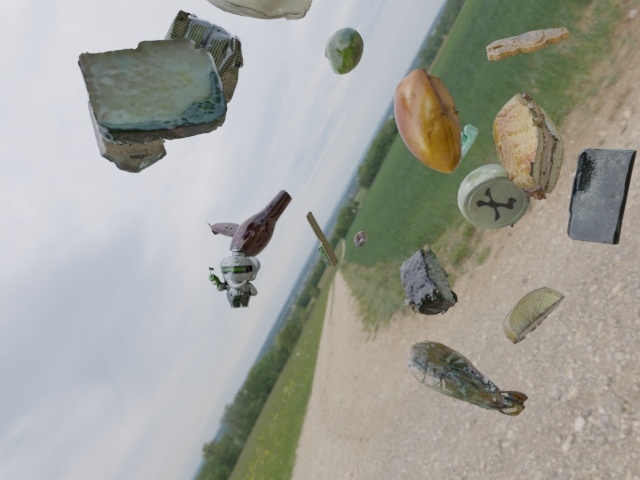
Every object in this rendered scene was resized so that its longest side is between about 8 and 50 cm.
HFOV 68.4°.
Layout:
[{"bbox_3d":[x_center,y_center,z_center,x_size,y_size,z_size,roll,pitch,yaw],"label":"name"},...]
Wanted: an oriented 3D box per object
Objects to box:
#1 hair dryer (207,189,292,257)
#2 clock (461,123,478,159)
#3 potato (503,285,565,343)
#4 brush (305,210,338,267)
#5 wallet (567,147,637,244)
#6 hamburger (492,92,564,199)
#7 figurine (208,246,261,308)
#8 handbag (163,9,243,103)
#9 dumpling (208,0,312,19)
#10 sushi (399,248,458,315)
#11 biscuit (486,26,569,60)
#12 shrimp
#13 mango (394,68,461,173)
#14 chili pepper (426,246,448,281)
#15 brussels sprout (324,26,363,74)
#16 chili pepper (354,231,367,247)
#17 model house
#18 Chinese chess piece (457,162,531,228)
[{"bbox_3d":[-0.301,-0.074,1.807,0.312,0.341,0.123,-58,-44,-25],"label":"hair dryer"},{"bbox_3d":[0.630,-0.414,2.115,0.210,0.066,0.159,-62,-7,24],"label":"clock"},{"bbox_3d":[0.752,0.268,1.702,0.243,0.098,0.138,-38,-32,-6],"label":"potato"},{"bbox_3d":[0.000,0.000,2.091,0.048,0.282,0.054,-14,26,30],"label":"brush"},{"bbox_3d":[0.950,-0.151,1.605,0.045,0.173,0.317,-14,-70,-58],"label":"wallet"},{"bbox_3d":[0.582,-0.272,1.334,0.245,0.156,0.282,32,107,56],"label":"hamburger"},{"bbox_3d":[-0.257,0.114,1.461,0.126,0.147,0.192,34,-128,-77],"label":"figurine"},{"bbox_3d":[-0.364,-0.543,1.430,0.340,0.248,0.240,-107,38,-66],"label":"handbag"},{"bbox_3d":[-0.179,-0.643,1.045,0.181,0.341,0.260,-39,-24,-44],"label":"dumpling"},{"bbox_3d":[0.302,0.130,1.332,0.115,0.147,0.212,-46,25,24],"label":"sushi"},{"bbox_3d":[0.646,-0.622,1.478,0.040,0.237,0.143,61,-149,-36],"label":"biscuit"},{"bbox_3d":[0.530,0.508,1.738,0.221,0.446,0.109,-45,-25,-49],"label":"shrimp"},{"bbox_3d":[0.363,-0.385,1.569,0.199,0.349,0.201,-19,4,15],"label":"mango"},{"bbox_3d":[0.478,0.136,1.934,0.098,0.061,0.224,97,164,-66],"label":"chili pepper"},{"bbox_3d":[0.090,-0.716,1.774,0.180,0.144,0.161,-126,25,-45],"label":"brussels sprout"},{"bbox_3d":[0.171,-0.008,1.999,0.050,0.041,0.153,-23,-27,-10],"label":"chili pepper"},{"bbox_3d":[-0.403,-0.310,1.159,0.299,0.243,0.284,-15,-11,-24],"label":"model house"},{"bbox_3d":[0.574,-0.142,1.548,0.092,0.238,0.237,-80,11,-51],"label":"Chinese chess piece"}]
